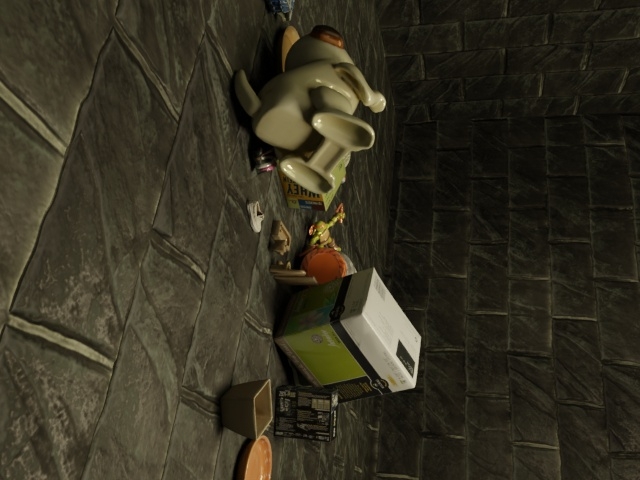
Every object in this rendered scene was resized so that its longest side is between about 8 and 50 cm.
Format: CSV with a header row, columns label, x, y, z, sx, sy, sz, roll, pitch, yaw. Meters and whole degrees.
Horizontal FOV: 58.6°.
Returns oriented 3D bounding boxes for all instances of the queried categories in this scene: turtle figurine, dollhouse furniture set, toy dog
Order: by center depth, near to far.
label,x,y,z,sx,sy,sz,roll,pitch,yaw
toy dog,-0.027,-0.388,1.549,0.284,0.396,0.407,121,-13,-49
dollhouse furniture set,-0.074,0.039,1.705,0.144,0.123,0.151,62,32,-61
turtle figurine,0.000,0.000,2.059,0.269,0.087,0.217,-54,152,-27

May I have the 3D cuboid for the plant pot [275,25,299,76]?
label,x,y,z,sx,sy,sz,roll,pitch,yaw
plant pot,-0.096,-0.541,1.774,0.236,0.033,0.236,0,90,-74

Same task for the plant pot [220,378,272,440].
label,x,y,z,sx,sy,sz,roll,pitch,yaw
plant pot,-0.182,0.403,1.376,0.109,0.096,0.108,-38,127,-72

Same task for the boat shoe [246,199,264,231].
label,x,y,z,sx,sy,sz,roll,pitch,yaw
boat shoe,-0.169,-0.064,1.519,0.035,0.035,0.100,-69,155,-52

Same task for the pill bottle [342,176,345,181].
label,x,y,z,sx,sy,sz,roll,pitch,yaw
pill bottle,0.043,-0.316,2.152,0.108,0.108,0.193,21,71,-74

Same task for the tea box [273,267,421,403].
label,x,y,z,sx,sy,sz,roll,pitch,yaw
tea box,0.091,0.307,1.778,0.329,0.324,0.220,56,30,-25

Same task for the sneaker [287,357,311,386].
label,x,y,z,sx,sy,sz,roll,pitch,yaw
sneaker,-0.052,0.411,1.880,0.064,0.086,0.192,-71,156,-50

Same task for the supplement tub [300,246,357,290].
label,x,y,z,sx,sy,sz,roll,pitch,yaw
supplement tub,0.040,0.147,1.998,0.316,0.194,0.193,58,36,-64

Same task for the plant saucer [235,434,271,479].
label,x,y,z,sx,sy,sz,roll,pitch,yaw
plant saucer,-0.179,0.621,1.515,0.200,0.037,0.199,0,90,-75

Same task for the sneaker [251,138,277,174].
label,x,y,z,sx,sy,sz,roll,pitch,yaw
sneaker,-0.141,-0.256,1.559,0.178,0.072,0.077,-77,151,-55

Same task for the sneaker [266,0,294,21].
label,x,y,z,sx,sy,sz,roll,pitch,yaw
sneaker,-0.115,-0.687,1.600,0.211,0.080,0.081,-2,90,-74

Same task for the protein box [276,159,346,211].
label,x,y,z,sx,sy,sz,roll,pitch,yaw
protein box,-0.027,-0.235,1.792,0.201,0.136,0.199,76,30,-43

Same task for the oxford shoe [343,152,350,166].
label,x,y,z,sx,sy,sz,roll,pitch,yaw
oxford shoe,0.010,-0.456,2.015,0.130,0.169,0.448,167,-83,-65

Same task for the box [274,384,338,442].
label,x,y,z,sx,sy,sz,roll,pitch,yaw
box,-0.043,0.526,1.739,0.077,0.180,0.147,22,69,-72
